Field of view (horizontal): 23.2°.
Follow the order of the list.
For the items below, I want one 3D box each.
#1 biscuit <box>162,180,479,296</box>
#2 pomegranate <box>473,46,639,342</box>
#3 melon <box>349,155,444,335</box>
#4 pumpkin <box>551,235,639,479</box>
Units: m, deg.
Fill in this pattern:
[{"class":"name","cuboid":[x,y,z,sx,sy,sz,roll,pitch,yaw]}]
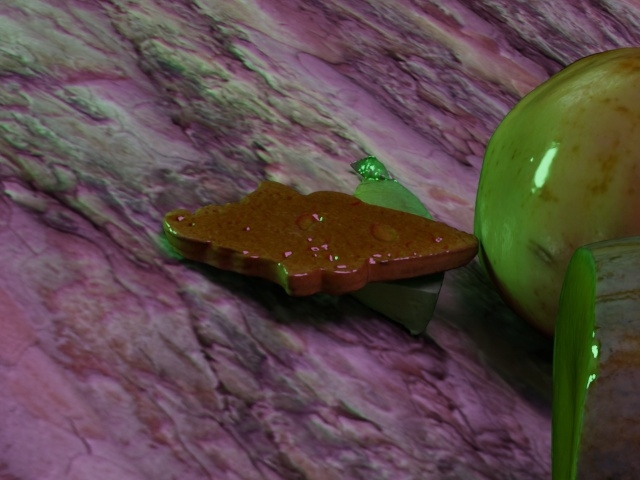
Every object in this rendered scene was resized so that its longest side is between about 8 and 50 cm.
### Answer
[{"class":"biscuit","cuboid":[0.000,0.000,1.378,0.280,0.043,0.183,6,30,-7]},{"class":"pomegranate","cuboid":[0.288,-0.003,1.389,0.343,0.342,0.342,17,33,-12]},{"class":"melon","cuboid":[0.055,-0.001,1.474,0.114,0.053,0.261,-1,32,-5]},{"class":"pumpkin","cuboid":[0.249,0.141,1.075,0.199,0.332,0.332,9,31,10]}]
